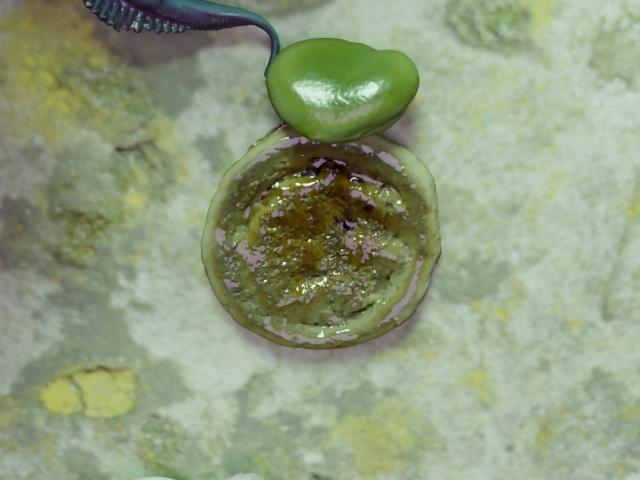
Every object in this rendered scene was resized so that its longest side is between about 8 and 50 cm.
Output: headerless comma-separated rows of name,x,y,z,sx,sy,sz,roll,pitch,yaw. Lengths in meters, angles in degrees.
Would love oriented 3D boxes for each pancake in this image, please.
pancake,0.000,-0.001,0.566,0.152,0.025,0.151,0,112,1

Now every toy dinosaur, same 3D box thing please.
toy dinosaur,-0.098,-0.152,0.499,0.197,0.045,0.080,29,110,-22

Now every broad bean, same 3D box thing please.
broad bean,0.012,-0.082,0.521,0.083,0.045,0.063,3,73,-2

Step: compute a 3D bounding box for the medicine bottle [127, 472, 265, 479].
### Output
medicine bottle,-0.127,0.223,0.622,0.219,0.078,0.115,-27,106,10
